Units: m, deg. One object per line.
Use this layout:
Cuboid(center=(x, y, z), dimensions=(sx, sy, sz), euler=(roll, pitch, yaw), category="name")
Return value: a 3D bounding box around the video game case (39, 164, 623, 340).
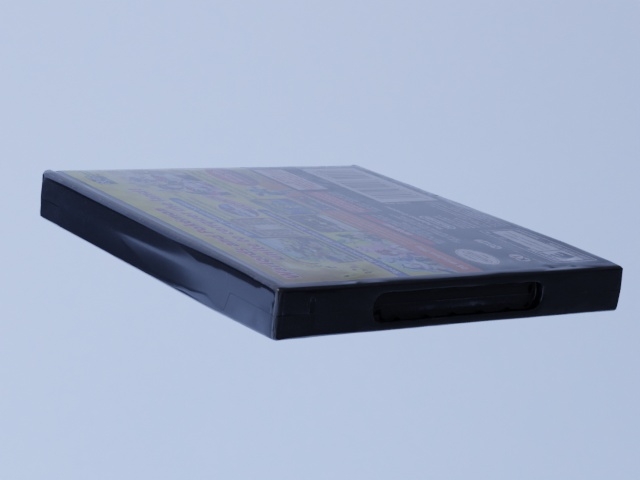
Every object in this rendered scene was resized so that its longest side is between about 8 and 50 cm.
Cuboid(center=(0.000, 0.000, 1.053), dimensions=(0.248, 0.275, 0.035), euler=(-2, -74, -35), category="video game case")
